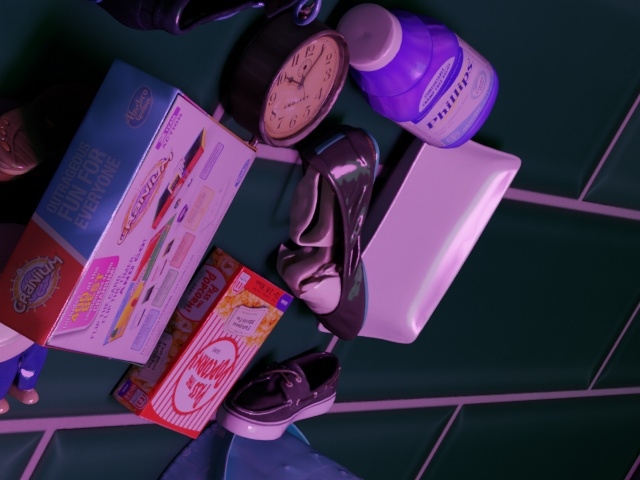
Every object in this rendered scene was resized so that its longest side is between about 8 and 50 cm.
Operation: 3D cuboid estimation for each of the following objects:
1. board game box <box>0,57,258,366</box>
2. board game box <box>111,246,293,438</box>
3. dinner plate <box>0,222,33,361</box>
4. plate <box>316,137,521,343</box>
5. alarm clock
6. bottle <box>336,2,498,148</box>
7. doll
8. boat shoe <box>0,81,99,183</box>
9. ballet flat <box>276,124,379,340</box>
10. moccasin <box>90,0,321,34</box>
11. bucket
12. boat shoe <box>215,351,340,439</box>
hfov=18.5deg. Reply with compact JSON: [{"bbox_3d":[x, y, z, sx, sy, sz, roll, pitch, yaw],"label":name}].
[{"bbox_3d":[-0.168,-0.014,1.754,0.242,0.064,0.316,-62,168,-2],"label":"board game box"},{"bbox_3d":[-0.124,0.113,2.116,0.193,0.045,0.147,-55,154,0],"label":"board game box"},{"bbox_3d":[-0.288,0.051,1.742,0.141,0.017,0.141,-16,121,-28],"label":"dinner plate"},{"bbox_3d":[0.112,-0.008,2.376,0.278,0.045,0.277,-59,153,9],"label":"plate"},{"bbox_3d":[-0.029,-0.175,1.915,0.129,0.064,0.192,-26,144,-45],"label":"alarm clock"},{"bbox_3d":[0.100,-0.181,2.094,0.118,0.092,0.283,-58,154,3],"label":"bottle"},{"bbox_3d":[-0.273,0.072,1.813,0.129,0.046,0.189,-15,134,-48],"label":"doll"},{"bbox_3d":[-0.239,-0.089,1.678,0.060,0.064,0.178,-31,179,35],"label":"boat shoe"},{"bbox_3d":[0.000,0.000,2.157,0.096,0.095,0.280,-22,130,-33],"label":"ballet flat"},{"bbox_3d":[-0.055,-0.240,1.732,0.342,0.117,0.137,-32,146,-39],"label":"moccasin"},{"bbox_3d":[-0.076,0.346,2.320,0.281,0.183,0.281,-41,151,-28],"label":"bucket"},{"bbox_3d":[-0.042,0.173,2.297,0.228,0.080,0.076,-9,123,-58],"label":"boat shoe"}]
